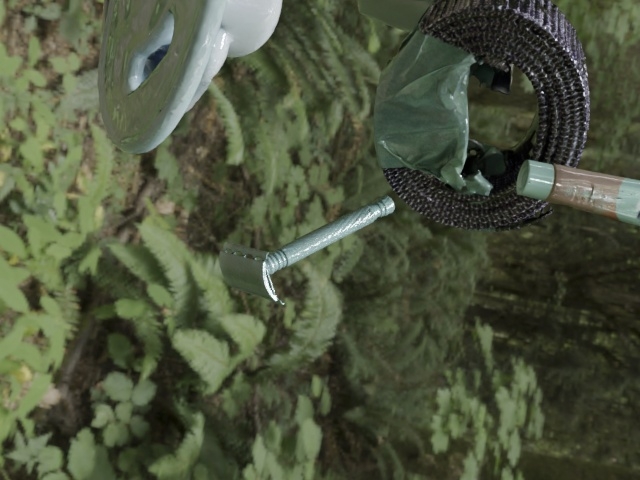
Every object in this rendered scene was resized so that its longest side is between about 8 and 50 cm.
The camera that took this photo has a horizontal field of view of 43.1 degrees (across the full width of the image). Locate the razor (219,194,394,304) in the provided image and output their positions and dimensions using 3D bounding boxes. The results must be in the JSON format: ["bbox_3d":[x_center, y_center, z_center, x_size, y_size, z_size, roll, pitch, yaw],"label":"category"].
[{"bbox_3d":[0.000,0.000,0.996,0.232,0.106,0.068,-26,111,-28],"label":"razor"}]

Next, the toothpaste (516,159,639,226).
[{"bbox_3d":[0.287,-0.037,0.756,0.036,0.205,0.056,-84,-172,-67],"label":"toothpaste"}]

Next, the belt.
[{"bbox_3d":[0.201,-0.159,1.021,0.122,0.260,0.325,-70,166,-47],"label":"belt"}]

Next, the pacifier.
[{"bbox_3d":[-0.140,-0.202,0.474,0.244,0.233,0.299,-19,-115,52],"label":"pacifier"}]

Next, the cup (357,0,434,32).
[{"bbox_3d":[0.186,-0.412,1.190,0.186,0.234,0.258,89,13,-61],"label":"cup"}]
